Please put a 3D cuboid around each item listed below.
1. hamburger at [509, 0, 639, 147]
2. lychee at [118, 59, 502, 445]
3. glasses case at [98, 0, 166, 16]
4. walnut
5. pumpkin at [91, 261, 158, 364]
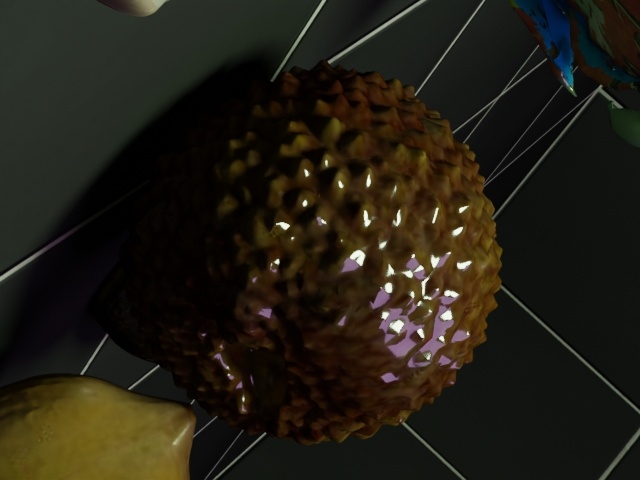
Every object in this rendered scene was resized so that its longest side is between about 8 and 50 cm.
[{"bbox_3d":[0.221,-0.204,1.290,0.150,0.276,0.260,-36,168,-14],"label":"hamburger"},{"bbox_3d":[0.000,0.000,1.264,0.267,0.267,0.267,-46,172,-8],"label":"lychee"},{"bbox_3d":[-0.083,-0.139,0.678,0.051,0.081,0.204,-48,171,-14],"label":"glasses case"},{"bbox_3d":[-0.204,0.201,1.264,0.298,0.203,0.203,-31,173,3],"label":"walnut"},{"bbox_3d":[-0.095,0.048,1.479,0.119,0.107,0.183,-44,172,14],"label":"pumpkin"}]
